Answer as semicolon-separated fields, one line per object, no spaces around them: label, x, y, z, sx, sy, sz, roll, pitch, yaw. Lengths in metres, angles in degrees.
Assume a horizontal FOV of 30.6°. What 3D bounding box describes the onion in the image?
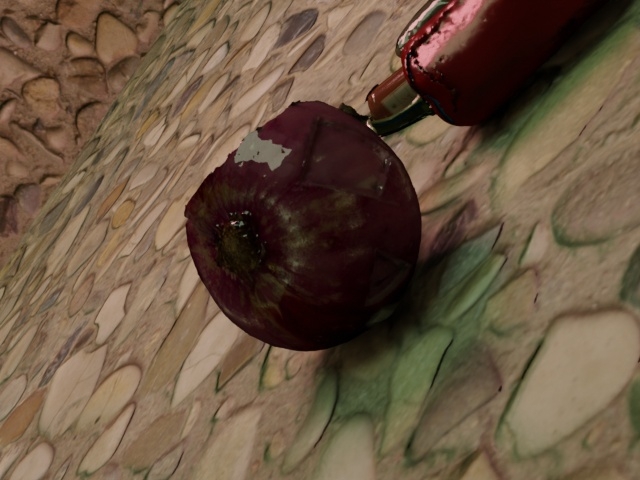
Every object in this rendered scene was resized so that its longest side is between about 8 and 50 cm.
onion;-0.008;0.002;0.988;0.207;0.200;0.200;-36;23;13

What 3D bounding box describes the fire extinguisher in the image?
fire extinguisher;0.095;-0.162;1.219;0.062;0.050;0.177;-6;-23;-48

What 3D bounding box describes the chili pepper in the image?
chili pepper;0.180;-0.201;1.039;0.387;0.110;0.110;-40;23;17

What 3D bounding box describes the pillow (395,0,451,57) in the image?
pillow;0.176;-0.270;1.218;0.241;0.051;0.093;-37;8;21
